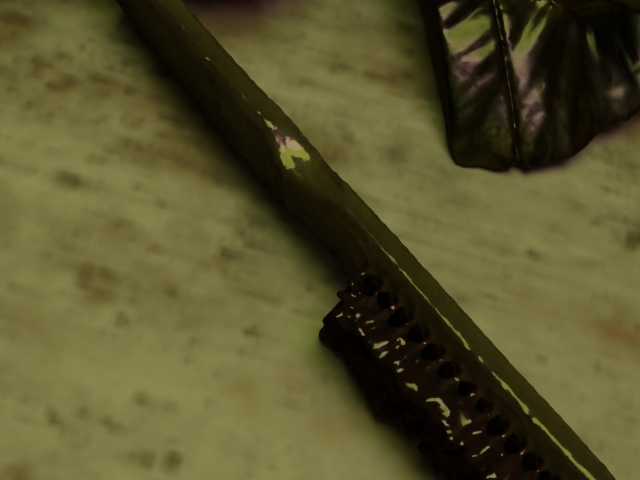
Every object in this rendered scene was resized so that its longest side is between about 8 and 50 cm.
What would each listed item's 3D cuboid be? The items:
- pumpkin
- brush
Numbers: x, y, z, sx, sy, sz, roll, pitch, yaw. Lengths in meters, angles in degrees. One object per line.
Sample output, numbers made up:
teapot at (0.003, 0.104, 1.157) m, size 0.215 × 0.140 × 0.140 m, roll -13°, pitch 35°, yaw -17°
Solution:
pumpkin at (0.081, -0.164, 0.552) m, size 0.131 × 0.126 × 0.248 m, roll -10°, pitch 61°, yaw -16°
brush at (0.000, 0.000, 0.480) m, size 0.036 × 0.043 × 0.248 m, roll -32°, pitch 69°, yaw -20°
